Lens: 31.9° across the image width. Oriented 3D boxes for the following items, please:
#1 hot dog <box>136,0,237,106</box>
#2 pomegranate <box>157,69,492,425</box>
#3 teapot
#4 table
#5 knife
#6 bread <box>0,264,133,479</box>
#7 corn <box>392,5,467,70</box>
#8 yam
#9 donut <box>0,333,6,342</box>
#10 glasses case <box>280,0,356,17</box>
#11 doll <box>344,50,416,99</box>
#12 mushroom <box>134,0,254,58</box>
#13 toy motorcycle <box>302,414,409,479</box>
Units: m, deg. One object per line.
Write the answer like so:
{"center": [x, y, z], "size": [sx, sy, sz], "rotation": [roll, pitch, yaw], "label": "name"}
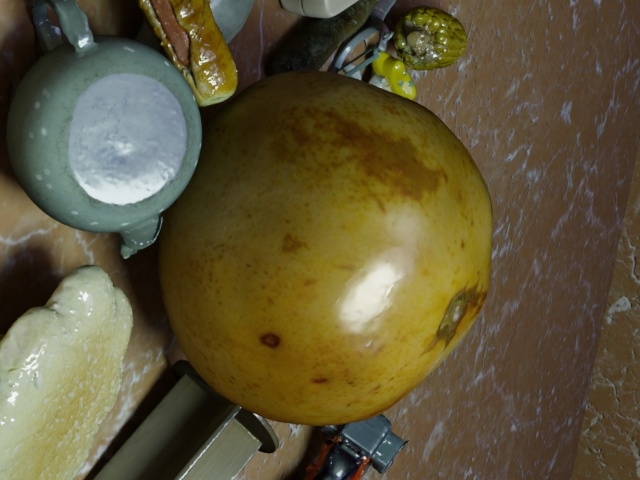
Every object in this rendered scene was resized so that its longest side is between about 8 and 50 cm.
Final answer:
{"center": [-0.158, -0.268, 1.126], "size": [0.285, 0.061, 0.088], "rotation": [63, 24, -21], "label": "hot dog"}
{"center": [0.000, 0.000, 1.286], "size": [0.417, 0.417, 0.416], "rotation": [-32, 130, -50], "label": "pomegranate"}
{"center": [-0.215, -0.106, 1.105], "size": [0.193, 0.129, 0.294], "rotation": [-29, 113, -26], "label": "teapot"}
{"center": [-0.184, 0.283, 1.352], "size": [0.226, 0.167, 0.167], "rotation": [-49, 142, -24], "label": "table"}
{"center": [0.100, -0.338, 1.616], "size": [0.053, 0.123, 0.278], "rotation": [50, 46, -20], "label": "knife"}
{"center": [-0.276, 0.174, 1.140], "size": [0.316, 0.054, 0.316], "rotation": [22, 90, -78], "label": "bread"}
{"center": [0.172, -0.307, 1.708], "size": [0.262, 0.097, 0.097], "rotation": [-28, 127, -69], "label": "corn"}
{"center": [0.016, -0.289, 1.512], "size": [0.253, 0.061, 0.061], "rotation": [-53, 143, -35], "label": "yam"}
{"center": [-0.350, 0.079, 1.038], "size": [0.146, 0.078, 0.181], "rotation": [-41, 134, -49], "label": "donut"}
{"center": [-0.001, -0.456, 1.391], "size": [0.144, 0.076, 0.336], "rotation": [-43, 137, -45], "label": "glasses case"}
{"center": [0.075, -0.225, 1.653], "size": [0.135, 0.071, 0.113], "rotation": [28, 92, -46], "label": "doll"}
{"center": [-0.154, -0.215, 1.228], "size": [0.109, 0.097, 0.351], "rotation": [31, 80, -62], "label": "mushroom"}
{"center": [-0.001, 0.380, 1.693], "size": [0.325, 0.148, 0.221], "rotation": [-53, 173, -18], "label": "toy motorcycle"}
